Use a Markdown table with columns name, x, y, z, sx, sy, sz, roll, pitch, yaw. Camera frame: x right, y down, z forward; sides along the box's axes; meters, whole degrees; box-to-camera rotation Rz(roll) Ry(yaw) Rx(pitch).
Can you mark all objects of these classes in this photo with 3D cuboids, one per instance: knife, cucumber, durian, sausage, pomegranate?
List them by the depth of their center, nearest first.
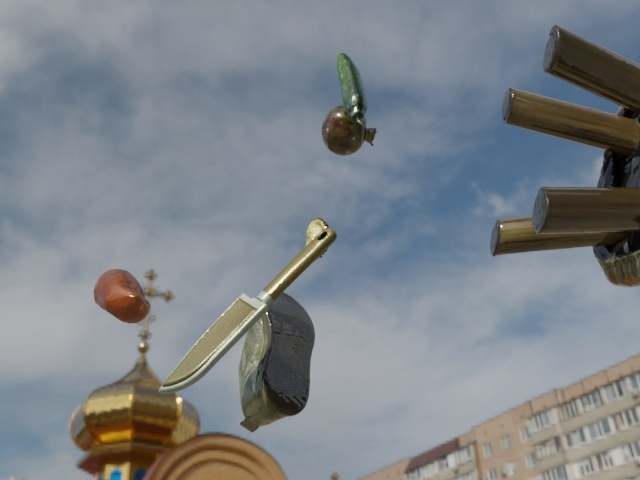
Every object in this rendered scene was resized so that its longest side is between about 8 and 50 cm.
| name | x | y | z | sx | sy | sz | roll | pitch | yaw |
| --- | --- | --- | --- | --- | --- | --- | --- | --- | --- |
| knife | -0.102 | 0.100 | 1.039 | 0.061 | 0.343 | 0.027 | 25 | -26 | 46 |
| sausage | -0.377 | 0.107 | 1.353 | 0.089 | 0.089 | 0.179 | 22 | 1 | -34 |
| cucumber | 0.075 | -0.344 | 1.642 | 0.056 | 0.250 | 0.056 | -5 | -37 | -4 |
| durian | -0.004 | -0.006 | 1.680 | 0.066 | 0.130 | 0.052 | 0 | -35 | 4 |
| pomegranate | 0.065 | -0.269 | 1.744 | 0.130 | 0.130 | 0.130 | -3 | -34 | -2 |

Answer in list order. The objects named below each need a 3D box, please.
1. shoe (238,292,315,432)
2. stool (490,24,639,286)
| name | x | y | z | sx | sy | sz | roll | pitch | yaw |
| --- | --- | --- | --- | --- | --- | --- | --- | --- | --- |
| shoe | -0.080 | 0.184 | 1.150 | 0.103 | 0.275 | 0.098 | 36 | -60 | -20 |
| stool | 0.383 | -0.101 | 0.988 | 0.226 | 0.310 | 0.310 | 6 | -9 | 1 |
